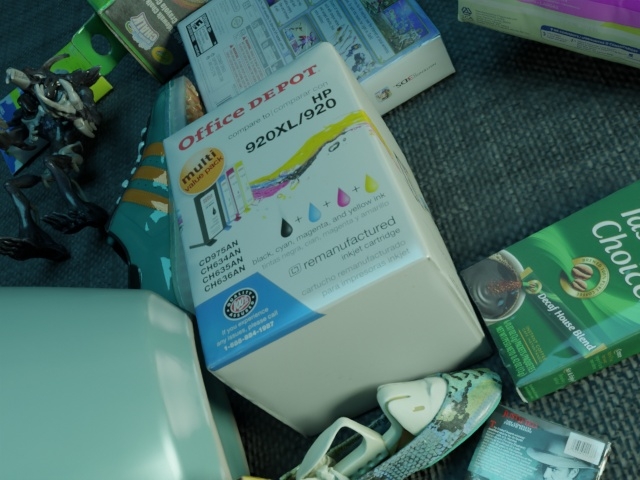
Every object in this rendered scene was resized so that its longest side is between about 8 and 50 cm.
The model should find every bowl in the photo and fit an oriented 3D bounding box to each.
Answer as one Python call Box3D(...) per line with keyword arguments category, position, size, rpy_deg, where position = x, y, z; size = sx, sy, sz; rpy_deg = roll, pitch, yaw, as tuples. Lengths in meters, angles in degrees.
Box3D(category="bowl", position=(-0.143, 0.157, 0.532), size=(0.163, 0.311, 0.311), rpy_deg=(-18, 51, -6))

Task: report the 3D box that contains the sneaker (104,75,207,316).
Box3D(category="sneaker", position=(-0.162, -0.040, 0.761), size=(0.121, 0.108, 0.302), rpy_deg=(-18, 55, 13))

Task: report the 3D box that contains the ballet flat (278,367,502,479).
Box3D(category="ballet flat", position=(0.047, 0.144, 0.547), size=(0.188, 0.070, 0.070), rpy_deg=(-40, 50, 0))

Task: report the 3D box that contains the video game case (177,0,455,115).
Box3D(category="video game case", position=(-0.019, -0.214, 0.823), size=(0.244, 0.061, 0.269), rpy_deg=(-31, 51, 10))

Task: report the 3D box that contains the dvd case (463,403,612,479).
Box3D(category="dvd case", position=(0.138, 0.180, 0.514), size=(0.087, 0.013, 0.119), rpy_deg=(13, 69, 35))

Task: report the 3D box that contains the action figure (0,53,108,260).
Box3D(category="action figure", position=(-0.328, -0.124, 0.868), size=(0.164, 0.141, 0.275), rpy_deg=(-24, 63, 14))

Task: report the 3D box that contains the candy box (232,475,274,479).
Box3D(category="candy box", position=(0.009, 0.209, 0.447), size=(0.053, 0.187, 0.109), rpy_deg=(-31, 53, 28))

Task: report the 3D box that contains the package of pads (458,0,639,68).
Box3D(category="package of pads", position=(0.282, -0.285, 0.637), size=(0.229, 0.101, 0.296), rpy_deg=(23, 68, 24))

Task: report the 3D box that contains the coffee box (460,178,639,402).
Box3D(category="coffee box", position=(0.208, 0.029, 0.553), size=(0.184, 0.040, 0.113), rpy_deg=(-27, 51, 11))

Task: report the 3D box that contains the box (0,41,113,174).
Box3D(category="box", position=(-0.375, -0.182, 1.014), size=(0.178, 0.042, 0.109), rpy_deg=(-41, 49, -1))

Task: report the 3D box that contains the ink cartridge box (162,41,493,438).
Box3D(category="ink cartridge box", position=(0.000, 0.000, 0.604), size=(0.171, 0.168, 0.232), rpy_deg=(-28, 51, 11))

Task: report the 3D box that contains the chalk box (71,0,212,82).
Box3D(category="chalk box", position=(-0.217, -0.302, 0.944), size=(0.213, 0.132, 0.132), rpy_deg=(-39, 50, 0))
